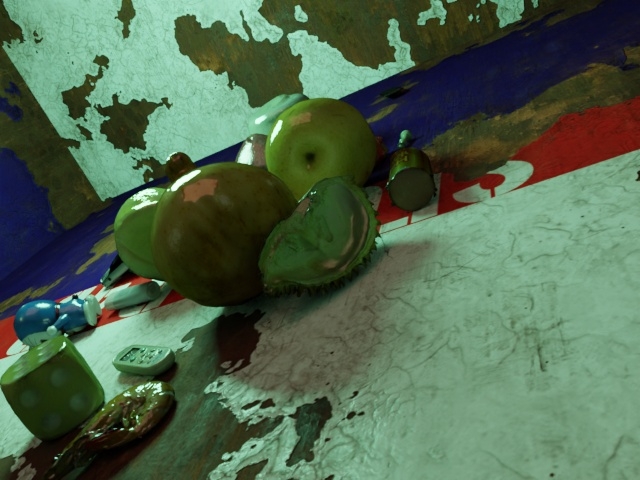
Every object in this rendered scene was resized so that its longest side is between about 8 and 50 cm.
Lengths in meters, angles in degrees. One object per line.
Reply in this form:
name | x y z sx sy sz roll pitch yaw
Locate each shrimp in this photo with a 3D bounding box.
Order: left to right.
shrimp | -0.405 0.379 1.160 0.152 0.063 0.287 8 37 40

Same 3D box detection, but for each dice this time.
dice | -0.611 0.334 1.350 0.166 0.170 0.169 -35 21 -21

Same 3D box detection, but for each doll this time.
doll | -0.836 0.258 1.883 0.256 0.161 0.215 -12 6 -4

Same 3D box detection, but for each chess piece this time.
chess piece | 0.292 -0.350 2.068 0.042 0.042 0.093 -13 29 34

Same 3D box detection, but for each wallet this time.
wallet | -0.735 0.065 2.223 0.231 0.069 0.170 -40 23 17

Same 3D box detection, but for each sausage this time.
sausage | 0.251 -0.193 1.622 0.125 0.117 0.317 -17 23 16

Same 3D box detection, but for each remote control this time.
remote control | -0.425 0.288 1.416 0.221 0.042 0.078 -8 28 44

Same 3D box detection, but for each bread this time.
bread | -0.485 -0.019 1.857 0.320 0.321 0.237 -30 34 -6

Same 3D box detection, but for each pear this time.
pear | 0.004 -0.273 1.829 0.348 0.349 0.348 -24 20 9

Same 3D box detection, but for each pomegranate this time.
pomegranate | -0.252 -0.041 1.459 0.409 0.410 0.410 -24 20 9

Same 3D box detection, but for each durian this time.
durian | 0.007 0.000 1.348 0.394 0.198 0.163 -42 26 -30

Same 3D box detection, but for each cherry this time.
cherry | -0.192 -0.236 2.075 0.261 0.308 0.221 -24 -17 6

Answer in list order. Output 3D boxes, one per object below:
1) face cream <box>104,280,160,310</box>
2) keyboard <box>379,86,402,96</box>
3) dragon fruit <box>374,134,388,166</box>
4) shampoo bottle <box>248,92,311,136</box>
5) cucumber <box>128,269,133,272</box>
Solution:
face cream | -0.602 0.178 1.884 0.198 0.057 0.084 -17 22 31
keyboard | 0.350 -0.724 2.894 0.103 0.041 0.381 -25 20 7
dragon fruit | 0.084 -0.316 2.025 0.261 0.212 0.134 -30 12 9
shampoo bottle | -0.114 -0.400 2.293 0.322 0.318 0.322 -21 21 9
cucumber | -0.682 0.100 2.198 0.067 0.035 0.107 -42 19 -8
